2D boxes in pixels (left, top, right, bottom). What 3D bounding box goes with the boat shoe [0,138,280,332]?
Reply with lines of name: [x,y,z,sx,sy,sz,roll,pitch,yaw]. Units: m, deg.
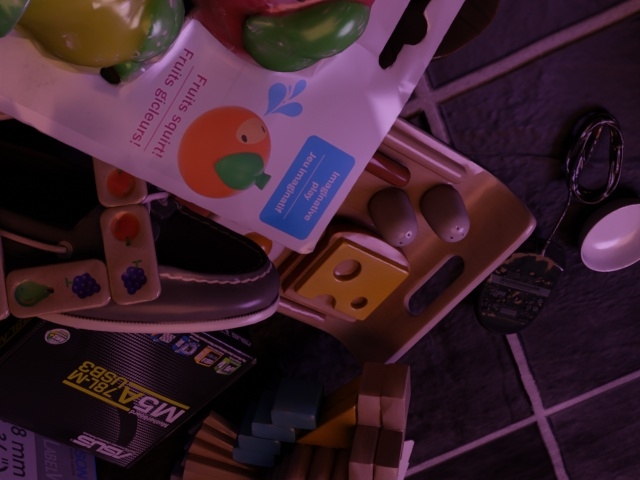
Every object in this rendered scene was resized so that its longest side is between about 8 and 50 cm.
boat shoe: [-0.187,-0.020,0.583,0.335,0.112,0.095,12,115,1]

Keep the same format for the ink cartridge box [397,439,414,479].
ink cartridge box: [0.030,0.256,0.990,0.104,0.061,0.181,-3,132,-16]

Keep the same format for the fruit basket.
fruit basket: [-0.049,-0.182,0.444,0.353,0.165,0.327,28,99,-30]

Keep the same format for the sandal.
sandal: [0.026,-0.134,0.609,0.219,0.060,0.090,-41,107,-15]

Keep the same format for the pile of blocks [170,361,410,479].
pile of blocks: [-0.054,0.233,0.857,0.149,0.112,0.362,35,127,-14]

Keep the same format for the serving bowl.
serving bowl: [0.278,-0.010,0.852,0.083,0.027,0.083,-9,134,-10]

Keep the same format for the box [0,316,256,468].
box: [-0.186,0.111,0.799,0.184,0.045,0.191,-41,130,16]

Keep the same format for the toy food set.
toy food set: [0.000,0.000,0.725,0.306,0.092,0.219,25,119,-34]

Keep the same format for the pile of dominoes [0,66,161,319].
pile of dominoes: [-0.206,-0.075,0.513,0.196,0.040,0.251,-9,89,-7]

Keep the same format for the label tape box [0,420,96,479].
label tape box: [-0.264,0.267,0.782,0.334,0.240,0.106,30,115,-37]

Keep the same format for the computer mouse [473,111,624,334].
computer mouse: [0.205,-0.012,0.827,0.071,0.041,0.242,18,120,-11]
